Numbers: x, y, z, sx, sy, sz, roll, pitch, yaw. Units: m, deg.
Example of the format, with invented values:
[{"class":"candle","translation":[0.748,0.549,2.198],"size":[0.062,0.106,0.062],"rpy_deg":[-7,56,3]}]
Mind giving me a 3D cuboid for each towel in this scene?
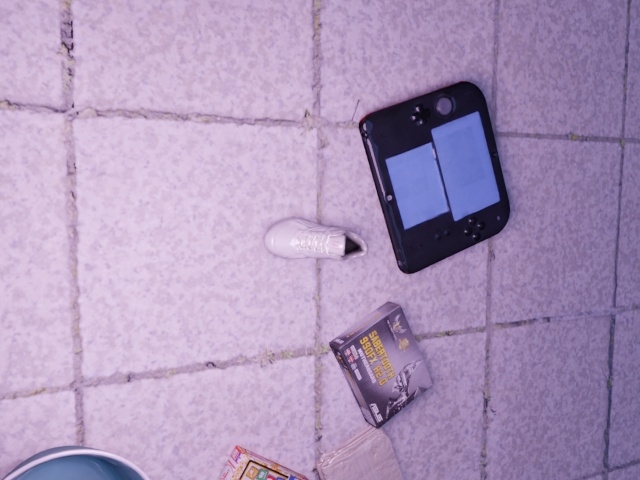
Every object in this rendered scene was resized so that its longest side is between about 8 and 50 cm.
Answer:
[{"class":"towel","translation":[0.107,0.582,1.448],"size":[0.187,0.049,0.282],"rpy_deg":[-24,107,-23]}]

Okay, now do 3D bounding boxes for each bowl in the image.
[{"class":"bowl","translation":[-0.448,0.485,1.075],"size":[0.311,0.163,0.312],"rpy_deg":[-3,97,-28]}]

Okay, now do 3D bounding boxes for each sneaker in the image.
[{"class":"sneaker","translation":[0.000,0.000,1.294],"size":[0.232,0.115,0.090],"rpy_deg":[0,95,-28]}]

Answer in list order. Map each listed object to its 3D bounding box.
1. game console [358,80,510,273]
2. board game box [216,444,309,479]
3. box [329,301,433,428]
[{"class":"game console","translation":[0.282,-0.153,1.464],"size":[0.342,0.060,0.387],"rpy_deg":[-24,105,-25]},{"class":"board game box","translation":[-0.132,0.542,1.316],"size":[0.193,0.045,0.147],"rpy_deg":[35,79,-26]},{"class":"box","translation":[0.144,0.286,1.433],"size":[0.183,0.056,0.231],"rpy_deg":[-31,109,-22]}]
